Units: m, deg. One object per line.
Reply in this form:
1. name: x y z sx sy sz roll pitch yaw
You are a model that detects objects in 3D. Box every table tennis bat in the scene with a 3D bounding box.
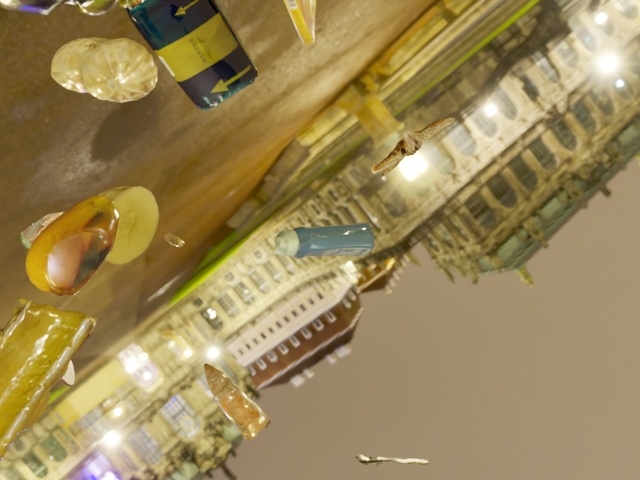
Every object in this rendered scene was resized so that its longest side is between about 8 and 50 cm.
1. table tennis bat: -0.776 0.308 1.842 0.021 0.274 0.154 -24 -145 -6

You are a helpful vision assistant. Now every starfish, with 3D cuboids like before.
1. starfish: 0.200 -0.212 1.423 0.240 0.043 0.227 -32 177 -13

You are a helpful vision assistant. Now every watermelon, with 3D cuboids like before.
1. watermelon: -0.775 -0.013 1.901 0.146 0.128 0.231 -10 -179 41

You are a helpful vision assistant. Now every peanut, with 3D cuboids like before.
1. peanut: -0.505 -0.395 1.487 0.325 0.140 0.153 11 -118 32

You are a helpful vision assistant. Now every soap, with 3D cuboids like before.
1. soap: -0.605 0.271 1.277 0.338 0.169 0.304 -59 -161 -19

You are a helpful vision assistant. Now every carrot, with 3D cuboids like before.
1. carrot: -0.261 0.468 1.900 0.102 0.263 0.102 -40 177 -3

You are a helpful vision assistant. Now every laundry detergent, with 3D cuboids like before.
1. laundry detergent: 0.000 0.000 1.744 0.290 0.094 0.143 -1 172 -32

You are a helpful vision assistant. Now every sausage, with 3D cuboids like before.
1. sausage: -0.385 0.000 1.686 0.024 0.024 0.132 -40 -155 -16

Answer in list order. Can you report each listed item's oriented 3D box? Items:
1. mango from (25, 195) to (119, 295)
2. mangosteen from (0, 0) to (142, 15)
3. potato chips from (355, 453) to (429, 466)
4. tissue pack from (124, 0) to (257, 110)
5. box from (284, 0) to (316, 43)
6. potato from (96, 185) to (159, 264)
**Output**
1. mango: -0.527 0.007 1.381 0.236 0.136 0.166 -52 -163 -14
2. mangosteen: -0.387 -0.441 0.938 0.275 0.275 0.302 -38 140 22
3. potato chips: 0.225 0.682 1.986 0.220 0.029 0.202 13 162 -34
4. tissue pack: -0.403 -0.649 1.993 0.253 0.416 0.264 -32 -135 4
5. box: -0.063 -0.690 1.791 0.043 0.152 0.269 0 163 13
6. potato: -0.536 -0.053 1.661 0.158 0.203 0.178 16 -166 35
